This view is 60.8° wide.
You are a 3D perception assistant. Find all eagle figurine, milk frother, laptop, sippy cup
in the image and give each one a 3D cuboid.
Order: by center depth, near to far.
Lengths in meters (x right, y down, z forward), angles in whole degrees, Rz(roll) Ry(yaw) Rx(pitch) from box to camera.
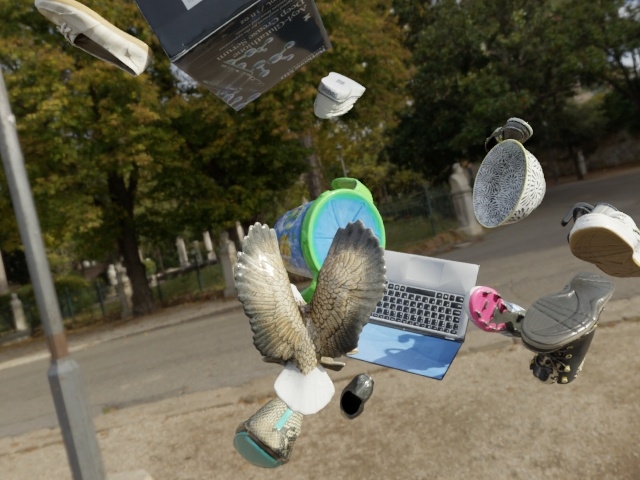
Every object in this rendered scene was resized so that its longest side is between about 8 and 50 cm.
[{"bbox_3d":[-0.029,0.122,0.956,0.225,0.298,0.226,29,42,23],"label":"eagle figurine"},{"bbox_3d":[0.000,0.000,1.343,0.306,0.240,0.224,-29,14,-34],"label":"sippy cup"},{"bbox_3d":[0.750,-0.056,1.492,0.135,0.129,0.143,-42,-9,-19],"label":"milk frother"},{"bbox_3d":[0.256,0.204,1.706,0.382,0.407,0.236,9,-16,25],"label":"laptop"}]

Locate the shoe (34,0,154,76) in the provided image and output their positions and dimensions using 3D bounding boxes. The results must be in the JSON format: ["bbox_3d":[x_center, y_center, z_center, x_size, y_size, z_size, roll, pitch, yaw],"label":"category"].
[{"bbox_3d":[-0.416,-0.373,0.993,0.219,0.058,0.076,26,-15,-15],"label":"shoe"}]

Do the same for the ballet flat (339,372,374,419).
[{"bbox_3d":[0.061,0.311,1.070,0.049,0.057,0.173,-35,-24,-33],"label":"ballet flat"}]

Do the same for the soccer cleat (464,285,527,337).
[{"bbox_3d":[0.484,0.210,1.580,0.331,0.116,0.143,26,-9,-38],"label":"soccer cleat"}]

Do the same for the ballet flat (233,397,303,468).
[{"bbox_3d":[-0.117,0.490,1.421,0.182,0.164,0.482,-49,-7,-26],"label":"ballet flat"}]

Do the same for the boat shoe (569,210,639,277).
[{"bbox_3d":[0.526,-0.008,0.995,0.098,0.096,0.277,-5,-20,40],"label":"boat shoe"}]

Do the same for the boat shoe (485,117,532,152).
[{"bbox_3d":[0.560,-0.306,1.639,0.068,0.081,0.228,-47,0,-1],"label":"boat shoe"}]

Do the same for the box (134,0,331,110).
[{"bbox_3d":[-0.176,-0.486,1.179,0.294,0.211,0.395,-32,-5,8],"label":"box"}]

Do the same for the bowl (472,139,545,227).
[{"bbox_3d":[0.370,-0.099,1.037,0.080,0.170,0.170,12,-6,-15],"label":"bowl"}]

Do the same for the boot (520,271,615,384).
[{"bbox_3d":[0.628,0.267,1.442,0.138,0.284,0.377,28,39,34],"label":"boot"}]

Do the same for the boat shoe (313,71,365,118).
[{"bbox_3d":[0.043,-0.354,1.357,0.096,0.088,0.267,28,25,-1],"label":"boat shoe"}]
